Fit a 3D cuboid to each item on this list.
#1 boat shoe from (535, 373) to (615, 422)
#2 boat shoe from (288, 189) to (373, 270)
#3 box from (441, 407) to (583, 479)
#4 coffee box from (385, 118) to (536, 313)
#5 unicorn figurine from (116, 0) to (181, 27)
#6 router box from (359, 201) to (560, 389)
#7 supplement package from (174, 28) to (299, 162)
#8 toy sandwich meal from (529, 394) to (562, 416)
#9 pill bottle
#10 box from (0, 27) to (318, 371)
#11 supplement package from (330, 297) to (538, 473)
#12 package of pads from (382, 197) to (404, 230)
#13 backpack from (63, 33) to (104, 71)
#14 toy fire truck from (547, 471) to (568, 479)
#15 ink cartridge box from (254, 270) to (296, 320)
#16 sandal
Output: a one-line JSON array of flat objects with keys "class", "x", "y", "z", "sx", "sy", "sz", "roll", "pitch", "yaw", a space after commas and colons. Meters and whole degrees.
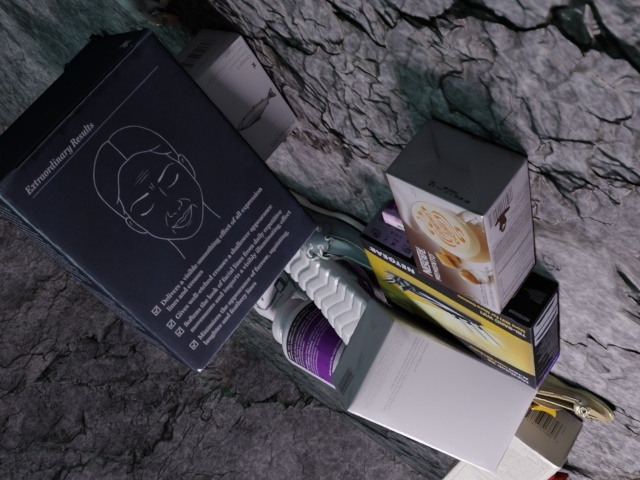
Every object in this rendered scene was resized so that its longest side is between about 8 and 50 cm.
[{"class": "boat shoe", "x": 0.435, "y": 0.281, "z": 1.429, "sx": 0.153, "sy": 0.048, "sz": 0.056, "roll": 27, "pitch": 160, "yaw": 35}, {"class": "boat shoe", "x": 0.000, "y": 0.000, "z": 1.523, "sx": 0.319, "sy": 0.099, "sz": 0.116, "roll": 28, "pitch": 160, "yaw": 33}, {"class": "box", "x": 0.375, "y": 0.429, "z": 1.644, "sx": 0.148, "sy": 0.121, "sz": 0.311, "roll": 37, "pitch": 143, "yaw": 11}, {"class": "coffee box", "x": 0.188, "y": -0.025, "z": 1.058, "sx": 0.141, "sy": 0.098, "sz": 0.246, "roll": 29, "pitch": 161, "yaw": 30}, {"class": "unicorn figurine", "x": -0.286, "y": -0.370, "z": 1.225, "sx": 0.111, "sy": 0.060, "sz": 0.162, "roll": 23, "pitch": 157, "yaw": 41}, {"class": "router box", "x": 0.226, "y": 0.089, "z": 1.310, "sx": 0.308, "sy": 0.081, "sz": 0.243, "roll": 29, "pitch": 162, "yaw": 30}, {"class": "supplement package", "x": -0.134, "y": -0.213, "z": 1.237, "sx": 0.105, "sy": 0.105, "sz": 0.179, "roll": 21, "pitch": 156, "yaw": 46}, {"class": "toy sandwich meal", "x": 0.400, "y": 0.292, "z": 1.501, "sx": 0.085, "sy": 0.029, "sz": 0.085, "roll": 19, "pitch": -162, "yaw": -6}, {"class": "pill bottle", "x": 0.033, "y": 0.249, "z": 1.968, "sx": 0.323, "sy": 0.181, "sz": 0.181, "roll": 24, "pitch": 158, "yaw": 42}, {"class": "box", "x": -0.252, "y": -0.055, "z": 1.200, "sx": 0.212, "sy": 0.293, "sz": 0.395, "roll": 14, "pitch": 150, "yaw": 54}, {"class": "supplement package", "x": 0.195, "y": 0.253, "z": 1.454, "sx": 0.292, "sy": 0.175, "sz": 0.177, "roll": 25, "pitch": -176, "yaw": -12}, {"class": "package of pads", "x": 0.138, "y": -0.037, "z": 1.216, "sx": 0.083, "sy": 0.050, "sz": 0.032, "roll": 27, "pitch": 155, "yaw": 35}, {"class": "backpack", "x": -0.408, "y": -0.314, "z": 1.555, "sx": 0.084, "sy": 0.105, "sz": 0.114, "roll": 34, "pitch": 168, "yaw": 20}, {"class": "toy fire truck", "x": 0.478, "y": 0.520, "z": 1.831, "sx": 0.217, "sy": 0.158, "sz": 0.246, "roll": 47, "pitch": 150, "yaw": -24}, {"class": "ink cartridge box", "x": -0.136, "y": 0.121, "z": 2.116, "sx": 0.063, "sy": 0.109, "sz": 0.150, "roll": 22, "pitch": 157, "yaw": 36}, {"class": "sandal", "x": 0.045, "y": 0.085, "z": 1.678, "sx": 0.416, "sy": 0.102, "sz": 0.169, "roll": 48, "pitch": 151, "yaw": 13}]
